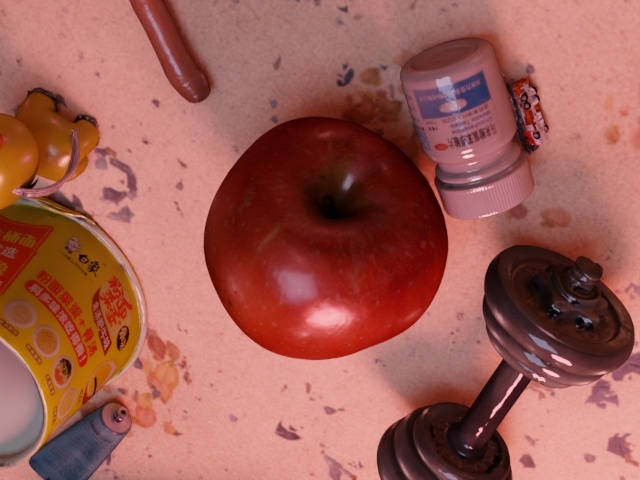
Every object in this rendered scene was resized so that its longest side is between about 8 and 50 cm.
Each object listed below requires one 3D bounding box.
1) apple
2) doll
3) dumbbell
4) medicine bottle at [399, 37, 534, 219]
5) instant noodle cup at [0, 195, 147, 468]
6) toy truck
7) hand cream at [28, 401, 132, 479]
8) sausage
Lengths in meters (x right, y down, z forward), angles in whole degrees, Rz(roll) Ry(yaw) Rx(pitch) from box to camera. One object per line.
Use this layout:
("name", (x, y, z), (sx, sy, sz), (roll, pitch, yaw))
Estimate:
("apple", (0.000, 0.000, 1.358), (0.260, 0.260, 0.216), (28, 150, 1))
("doll", (-0.354, -0.087, 1.448), (0.135, 0.221, 0.143), (35, 120, 2))
("dumbbell", (0.201, 0.176, 1.437), (0.179, 0.179, 0.406), (28, 123, 1))
("medicine bottle", (0.153, -0.117, 1.326), (0.105, 0.105, 0.168), (-11, 115, 24))
("instant noodle cup", (-0.393, 0.122, 1.578), (0.311, 0.221, 0.311), (8, 121, 13))
("toy truck", (0.218, -0.131, 1.344), (0.032, 0.024, 0.083), (-1, 119, 45))
("hand cream", (-0.326, 0.287, 1.764), (0.083, 0.048, 0.224), (43, 129, -8))
("sausage", (-0.174, -0.236, 1.406), (0.043, 0.043, 0.186), (-14, 114, 25))
